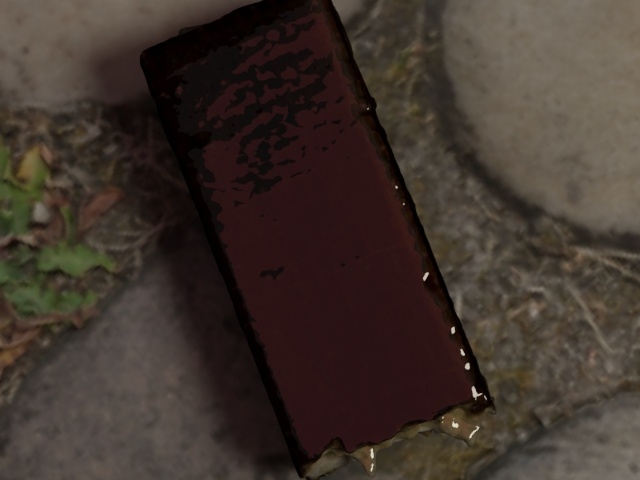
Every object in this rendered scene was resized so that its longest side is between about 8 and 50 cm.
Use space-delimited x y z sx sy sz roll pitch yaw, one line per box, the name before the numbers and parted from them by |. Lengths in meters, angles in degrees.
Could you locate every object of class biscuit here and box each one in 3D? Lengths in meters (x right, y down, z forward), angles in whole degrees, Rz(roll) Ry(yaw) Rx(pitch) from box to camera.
biscuit | 0.000 0.000 1.008 0.106 0.070 0.252 -22 81 3
